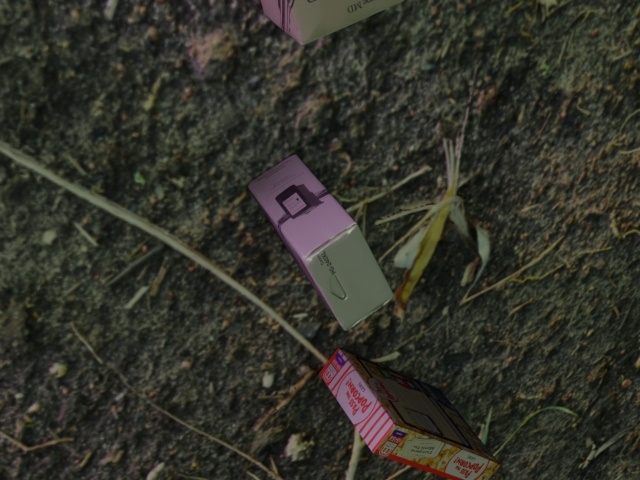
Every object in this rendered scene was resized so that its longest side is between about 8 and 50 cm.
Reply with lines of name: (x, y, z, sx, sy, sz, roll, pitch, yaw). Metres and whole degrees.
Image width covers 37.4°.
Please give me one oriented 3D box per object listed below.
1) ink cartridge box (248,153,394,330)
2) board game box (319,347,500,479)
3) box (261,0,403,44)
ink cartridge box: (0.000, 0.000, 0.932, 0.063, 0.150, 0.109, -33, 130, -5)
board game box: (0.107, 0.212, 1.129, 0.193, 0.147, 0.045, 28, 105, -37)
box: (-0.020, -0.309, 0.758, 0.113, 0.094, 0.275, -27, 128, -10)
